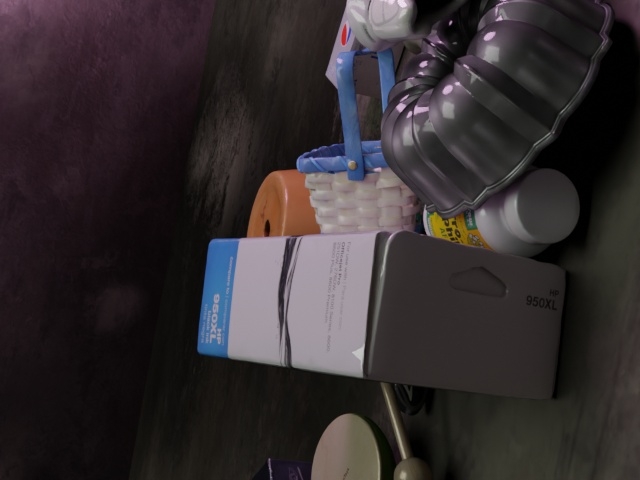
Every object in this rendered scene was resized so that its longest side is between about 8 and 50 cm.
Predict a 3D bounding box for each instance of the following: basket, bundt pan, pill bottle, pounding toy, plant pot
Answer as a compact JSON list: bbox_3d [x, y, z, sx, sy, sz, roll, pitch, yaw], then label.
[{"bbox_3d":[0.080,-0.135,1.488,0.255,0.201,0.289,-40,-59,-67],"label":"basket"},{"bbox_3d":[0.189,-0.194,1.237,0.331,0.124,0.331,-49,18,21],"label":"bundt pan"},{"bbox_3d":[0.221,-0.034,1.261,0.208,0.118,0.117,173,105,-69],"label":"pill bottle"},{"bbox_3d":[0.091,0.333,1.484,0.237,0.110,0.183,-50,40,39],"label":"pounding toy"},{"bbox_3d":[0.000,0.000,1.722,0.291,0.204,0.290,-171,90,-70],"label":"plant pot"}]

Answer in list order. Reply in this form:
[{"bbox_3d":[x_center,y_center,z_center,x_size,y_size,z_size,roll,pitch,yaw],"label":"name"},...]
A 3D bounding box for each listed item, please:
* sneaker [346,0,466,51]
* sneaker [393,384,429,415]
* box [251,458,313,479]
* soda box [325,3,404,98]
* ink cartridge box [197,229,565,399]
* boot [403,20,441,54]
[{"bbox_3d":[0.162,-0.339,1.237,0.292,0.110,0.118,-51,28,-12],"label":"sneaker"},{"bbox_3d":[0.142,0.160,1.461,0.078,0.067,0.188,-136,61,-73],"label":"sneaker"},{"bbox_3d":[-0.021,0.443,1.638,0.093,0.158,0.156,123,150,-47],"label":"box"},{"bbox_3d":[0.102,-0.396,1.776,0.091,0.098,0.286,-122,45,-59],"label":"soda box"},{"bbox_3d":[0.063,0.091,1.288,0.395,0.285,0.166,-3,79,57],"label":"ink cartridge box"},{"bbox_3d":[0.182,-0.252,1.534,0.246,0.083,0.161,-169,81,-73],"label":"boot"}]
